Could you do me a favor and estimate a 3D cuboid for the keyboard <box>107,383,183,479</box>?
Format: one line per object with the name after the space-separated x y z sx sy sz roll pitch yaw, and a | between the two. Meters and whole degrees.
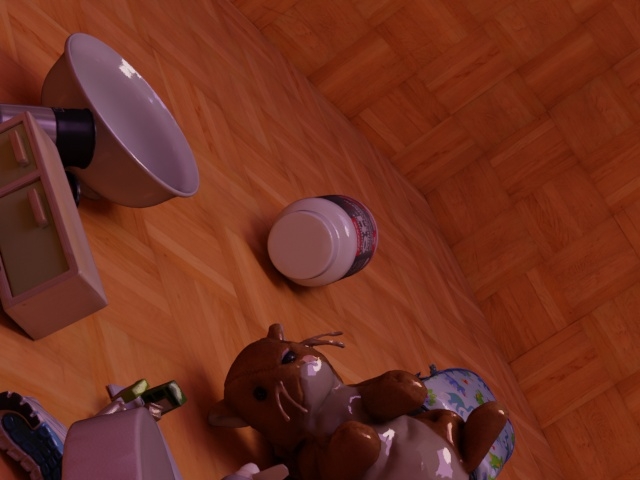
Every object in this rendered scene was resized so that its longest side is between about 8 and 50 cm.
-0.198 0.292 1.650 0.072 0.014 0.256 19 38 -59 | keyboard

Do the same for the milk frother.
-0.386 -0.108 1.785 0.134 0.129 0.143 2 79 -30 | milk frother

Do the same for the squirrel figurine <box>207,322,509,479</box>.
0.018 0.298 1.920 0.370 0.281 0.397 31 -24 1 | squirrel figurine

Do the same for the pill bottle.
0.000 0.000 2.623 0.176 0.176 0.318 57 14 5 | pill bottle

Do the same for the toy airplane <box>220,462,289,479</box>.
0.012 0.422 1.493 0.386 0.272 0.384 15 30 -45 | toy airplane

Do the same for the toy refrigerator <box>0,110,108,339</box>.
-0.356 -0.024 1.618 0.094 0.102 0.269 61 4 -56 | toy refrigerator

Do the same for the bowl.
-0.325 -0.155 1.991 0.298 0.134 0.298 50 16 -19 | bowl

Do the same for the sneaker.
-0.275 0.238 1.403 0.191 0.071 0.083 57 8 7 | sneaker

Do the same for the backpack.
0.217 0.370 2.426 0.290 0.273 0.355 51 1 12 | backpack

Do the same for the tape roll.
-0.154 0.345 1.201 0.392 0.072 0.392 168 -90 -87 | tape roll

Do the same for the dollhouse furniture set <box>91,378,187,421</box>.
-0.234 0.225 1.628 0.076 0.058 0.151 57 40 -6 | dollhouse furniture set
